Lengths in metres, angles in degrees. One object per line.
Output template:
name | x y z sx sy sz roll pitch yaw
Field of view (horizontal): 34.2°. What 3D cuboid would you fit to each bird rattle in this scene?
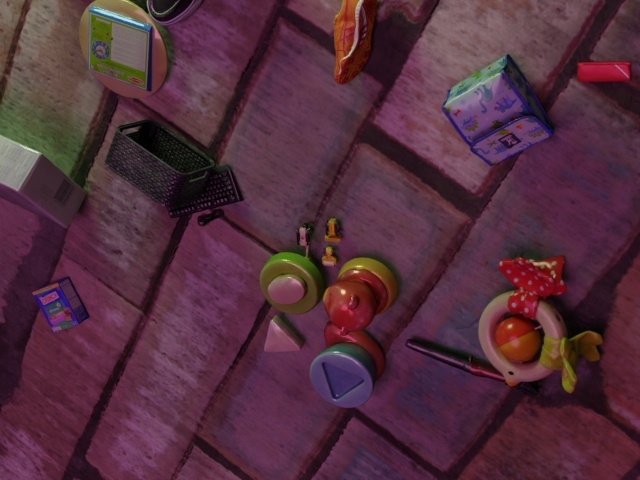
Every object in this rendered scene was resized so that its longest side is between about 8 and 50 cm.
bird rattle | 0.364 0.154 1.820 0.207 0.143 0.253 -34 91 35

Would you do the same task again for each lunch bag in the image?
lunch bag | 0.296 -0.207 1.729 0.129 0.096 0.151 -27 112 31

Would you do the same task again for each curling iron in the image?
curling iron | 0.288 0.231 1.952 0.274 0.035 0.068 19 163 23

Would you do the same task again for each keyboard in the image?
keyboard | -0.238 -0.082 2.098 0.180 0.023 0.108 -12 106 32

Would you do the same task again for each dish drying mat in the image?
dish drying mat | 0.453 -0.270 1.665 0.083 0.008 0.032 4 114 26

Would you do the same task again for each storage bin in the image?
storage bin | -0.315 -0.151 2.034 0.180 0.122 0.084 34 118 17

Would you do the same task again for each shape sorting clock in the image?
shape sorting clock | -0.383 -0.375 2.029 0.206 0.040 0.206 13 121 23

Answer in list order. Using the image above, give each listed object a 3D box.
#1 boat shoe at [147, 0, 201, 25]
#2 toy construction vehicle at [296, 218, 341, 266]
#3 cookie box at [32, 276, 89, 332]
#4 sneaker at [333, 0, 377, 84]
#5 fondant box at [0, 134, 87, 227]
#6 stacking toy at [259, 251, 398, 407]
boat shoe | -0.248 -0.491 1.854 0.113 0.105 0.306 50 134 0
toy construction vehicle | 0.000 0.000 2.009 0.086 0.035 0.098 2 116 15
cookie box | -0.592 0.146 2.371 0.092 0.040 0.107 -19 101 33
sneaker | 0.052 -0.357 1.812 0.067 0.064 0.175 32 120 35
fondant box | -0.683 -0.160 2.164 0.330 0.238 0.096 23 78 16
stacking toy | -0.009 0.176 2.008 0.280 0.130 0.308 13 122 17
